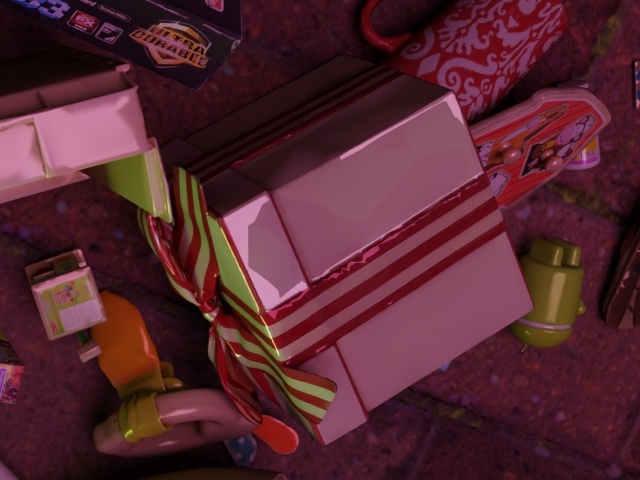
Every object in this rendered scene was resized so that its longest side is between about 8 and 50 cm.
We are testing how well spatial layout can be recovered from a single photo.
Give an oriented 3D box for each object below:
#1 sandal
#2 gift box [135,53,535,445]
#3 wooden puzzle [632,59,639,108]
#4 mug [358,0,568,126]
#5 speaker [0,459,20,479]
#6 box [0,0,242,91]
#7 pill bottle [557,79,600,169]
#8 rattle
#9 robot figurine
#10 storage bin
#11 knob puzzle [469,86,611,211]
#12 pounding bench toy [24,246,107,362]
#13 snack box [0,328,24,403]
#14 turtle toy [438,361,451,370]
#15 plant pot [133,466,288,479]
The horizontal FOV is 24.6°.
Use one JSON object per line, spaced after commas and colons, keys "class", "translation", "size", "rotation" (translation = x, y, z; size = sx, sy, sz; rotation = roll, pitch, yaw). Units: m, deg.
{"class": "sandal", "translation": [0.344, 0.010, 1.528], "size": [0.072, 0.049, 0.180], "rotation": [19, 111, -22]}
{"class": "gift box", "translation": [0.000, 0.000, 1.241], "size": [0.258, 0.276, 0.255], "rotation": [-30, 110, -13]}
{"class": "wooden puzzle", "translation": [0.341, -0.162, 1.496], "size": [0.049, 0.006, 0.083], "rotation": [-13, 110, -21]}
{"class": "mug", "translation": [0.129, -0.182, 1.336], "size": [0.169, 0.113, 0.150], "rotation": [-43, 119, -12]}
{"class": "speaker", "translation": [-0.306, 0.202, 1.274], "size": [0.055, 0.055, 0.136], "rotation": [-41, 117, -9]}
{"class": "box", "translation": [-0.195, -0.282, 1.071], "size": [0.293, 0.296, 0.073], "rotation": [22, 135, -26]}
{"class": "pill bottle", "translation": [0.252, -0.115, 1.448], "size": [0.043, 0.043, 0.083], "rotation": [-15, 110, -20]}
{"class": "rattle", "translation": [-0.120, 0.133, 1.356], "size": [0.199, 0.143, 0.130], "rotation": [1, 137, -40]}
{"class": "robot figurine", "translation": [0.226, 0.056, 1.471], "size": [0.101, 0.067, 0.115], "rotation": [-2, 106, -37]}
{"class": "storage bin", "translation": [-0.276, -0.052, 1.103], "size": [0.262, 0.260, 0.123], "rotation": [-17, 107, -20]}
{"class": "knob puzzle", "translation": [0.194, -0.075, 1.367], "size": [0.213, 0.030, 0.213], "rotation": [-26, 154, -14]}
{"class": "pounding bench toy", "translation": [-0.216, 0.058, 1.267], "size": [0.052, 0.065, 0.083], "rotation": [-20, 111, -11]}
{"class": "snack box", "translation": [-0.307, 0.087, 1.191], "size": [0.100, 0.141, 0.037], "rotation": [9, 102, -27]}
{"class": "turtle toy", "translation": [0.077, 0.101, 1.415], "size": [0.130, 0.066, 0.095], "rotation": [-18, 111, -19]}
{"class": "plant pot", "translation": [-0.153, 0.323, 1.285], "size": [0.190, 0.284, 0.284], "rotation": [11, 102, 8]}
